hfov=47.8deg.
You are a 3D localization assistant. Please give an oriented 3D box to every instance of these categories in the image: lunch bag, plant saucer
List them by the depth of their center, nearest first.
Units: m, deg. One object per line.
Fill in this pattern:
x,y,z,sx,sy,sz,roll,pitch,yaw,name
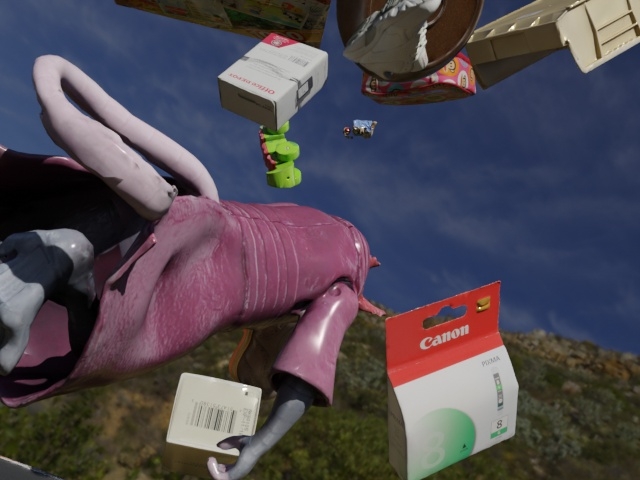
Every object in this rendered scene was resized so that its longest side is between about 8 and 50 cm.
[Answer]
0.176,-0.425,1.278,0.050,0.311,0.310,49,-9,51,plant saucer
0.283,-0.443,2.017,0.293,0.120,0.258,0,-2,32,lunch bag

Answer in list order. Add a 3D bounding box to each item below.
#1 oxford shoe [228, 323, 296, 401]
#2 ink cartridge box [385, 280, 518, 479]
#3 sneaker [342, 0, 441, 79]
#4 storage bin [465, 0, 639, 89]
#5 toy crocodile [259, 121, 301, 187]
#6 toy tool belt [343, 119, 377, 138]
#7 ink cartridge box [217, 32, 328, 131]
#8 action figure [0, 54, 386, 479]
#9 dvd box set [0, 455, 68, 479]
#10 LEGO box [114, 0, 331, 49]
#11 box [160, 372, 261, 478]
-0.079,0.212,1.325,0.133,0.130,0.363,36,-34,22,oxford shoe
0.171,0.181,0.920,0.056,0.181,0.224,39,-42,53,ink cartridge box
0.131,-0.313,1.092,0.115,0.090,0.232,35,-16,-14,sneaker
0.463,-0.402,1.403,0.262,0.260,0.123,9,-54,60,storage bin
-0.124,-0.250,2.030,0.340,0.105,0.115,-110,-166,-49,toy crocodile
0.104,-0.300,1.906,0.083,0.052,0.051,-2,-25,-14,toy tool belt
-0.073,-0.250,1.132,0.109,0.150,0.063,26,-37,20,ink cartridge box
-0.075,0.005,0.527,0.248,0.370,0.275,51,-56,35,action figure
-0.269,0.420,0.963,0.308,0.062,0.420,17,-34,7,dvd box set
-0.210,-0.606,1.557,0.500,0.193,0.372,13,-5,-3,LEGO box
-0.208,0.351,1.326,0.148,0.121,0.311,12,-28,-7,box
